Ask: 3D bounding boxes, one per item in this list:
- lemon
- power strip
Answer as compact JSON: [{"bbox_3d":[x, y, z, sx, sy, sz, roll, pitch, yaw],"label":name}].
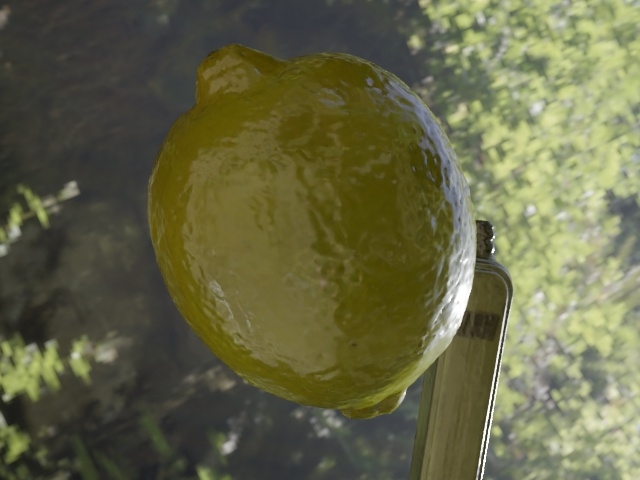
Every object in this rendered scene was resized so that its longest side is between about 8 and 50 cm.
[{"bbox_3d":[0.000,0.000,0.913,0.184,0.184,0.248,-1,-59,47],"label":"lemon"},{"bbox_3d":[0.122,0.172,1.432,0.092,0.066,0.387,-119,-144,-80],"label":"power strip"}]
